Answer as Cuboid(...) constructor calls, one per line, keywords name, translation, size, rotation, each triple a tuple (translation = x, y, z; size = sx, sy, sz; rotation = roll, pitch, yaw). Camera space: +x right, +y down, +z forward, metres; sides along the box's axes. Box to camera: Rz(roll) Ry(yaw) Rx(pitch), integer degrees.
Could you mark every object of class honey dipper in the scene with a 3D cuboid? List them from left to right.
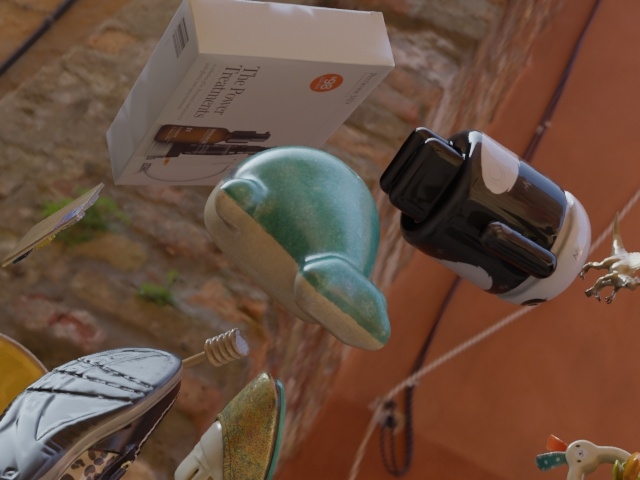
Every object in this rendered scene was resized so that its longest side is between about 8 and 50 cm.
Cuboid(name="honey dipper", translation=(-0.144, 0.130, 1.172), size=(0.161, 0.030, 0.030), rotation=(-25, -62, 25))

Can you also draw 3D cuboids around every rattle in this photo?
Cuboid(name="rattle", translation=(0.430, 0.357, 1.874), size=(0.200, 0.130, 0.143), rotation=(42, 0, 38))

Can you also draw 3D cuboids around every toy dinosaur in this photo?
Cuboid(name="toy dinosaur", translation=(0.416, 0.040, 1.627), size=(0.093, 0.183, 0.053), rotation=(-36, -69, 22))

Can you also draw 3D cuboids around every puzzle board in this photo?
Cuboid(name="puzzle board", translation=(-0.276, -0.016, 1.201), size=(0.096, 0.128, 0.011), rotation=(-31, -75, 10))

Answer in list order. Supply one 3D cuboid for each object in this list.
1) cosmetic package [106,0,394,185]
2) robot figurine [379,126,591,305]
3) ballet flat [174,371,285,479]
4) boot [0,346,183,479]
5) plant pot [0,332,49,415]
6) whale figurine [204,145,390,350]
Cuboid(name="cosmetic package", translation=(-0.111, -0.195, 1.624), size=(0.284, 0.097, 0.377), rotation=(-3, -22, -28))
Cuboid(name="robot figurine", translation=(0.212, -0.029, 1.471), size=(0.278, 0.209, 0.173), rotation=(31, -40, -18))
Cuboid(name="ballet flat", translation=(-0.124, 0.314, 1.358), size=(0.123, 0.123, 0.348), rotation=(20, -66, 18))
Cuboid(name="boot", translation=(-0.170, 0.194, 0.788), size=(0.085, 0.236, 0.178), rotation=(9, -60, 28))
Cuboid(name="plant pot", translation=(-0.382, 0.210, 1.124), size=(0.254, 0.254, 0.239), rotation=(42, -59, -12))
Cuboid(name="whale figurine", translation=(0.000, 0.000, 1.073), size=(0.216, 0.141, 0.272), rotation=(41, 2, -25))
